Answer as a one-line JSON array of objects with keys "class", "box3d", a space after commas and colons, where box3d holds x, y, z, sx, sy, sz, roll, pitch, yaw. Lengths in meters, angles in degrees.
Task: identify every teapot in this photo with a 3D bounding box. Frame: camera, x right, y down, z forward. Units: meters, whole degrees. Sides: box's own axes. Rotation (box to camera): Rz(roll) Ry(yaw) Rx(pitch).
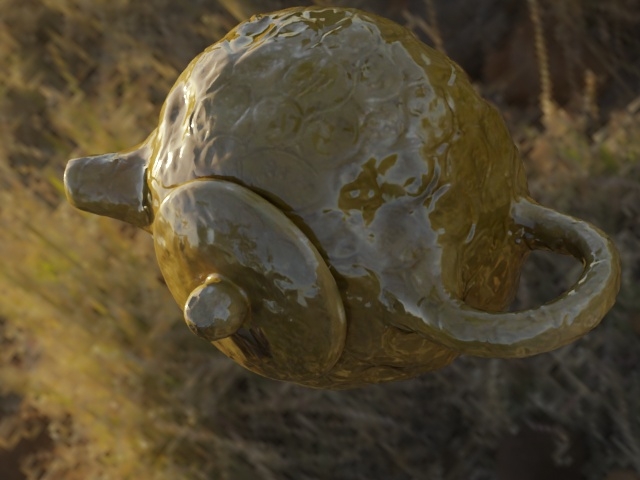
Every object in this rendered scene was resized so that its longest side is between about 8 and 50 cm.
[{"class": "teapot", "box3d": [0.000, 0.000, 0.967, 0.311, 0.203, 0.167, 19, 47, 32]}]
